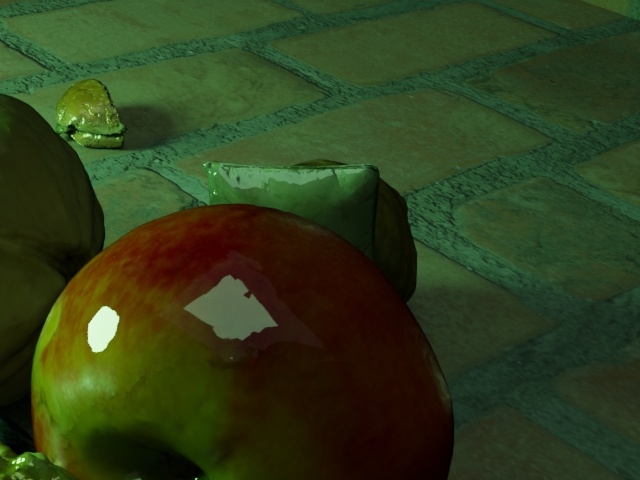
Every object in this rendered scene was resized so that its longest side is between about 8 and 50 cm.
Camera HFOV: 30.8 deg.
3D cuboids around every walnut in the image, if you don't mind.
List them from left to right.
[{"bbox_3d":[-0.417,0.006,1.244,0.383,0.383,0.383,4,29,-2],"label":"walnut"}]

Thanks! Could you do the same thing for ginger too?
[{"bbox_3d":[0.003,-0.002,1.398,0.200,0.269,0.223,-16,30,22],"label":"ginger"}]

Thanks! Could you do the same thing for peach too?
[{"bbox_3d":[-0.064,0.144,1.038,0.388,0.388,0.388,4,29,-2],"label":"peach"}]

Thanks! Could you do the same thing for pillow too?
[{"bbox_3d":[-0.032,0.062,1.248,0.185,0.302,0.075,0,19,-2],"label":"pillow"}]

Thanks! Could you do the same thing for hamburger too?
[{"bbox_3d":[-0.384,-0.207,1.875,0.102,0.087,0.176,-8,34,-26],"label":"hamburger"}]

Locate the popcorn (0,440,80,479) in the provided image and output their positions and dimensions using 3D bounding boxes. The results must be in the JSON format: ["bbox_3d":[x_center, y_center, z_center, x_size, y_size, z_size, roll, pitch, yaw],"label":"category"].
[{"bbox_3d":[-0.237,0.246,0.836,0.218,0.189,0.169,29,35,15],"label":"popcorn"}]

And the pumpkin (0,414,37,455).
[{"bbox_3d":[-0.350,0.236,1.016,0.233,0.163,0.233,5,27,-3],"label":"pumpkin"}]
